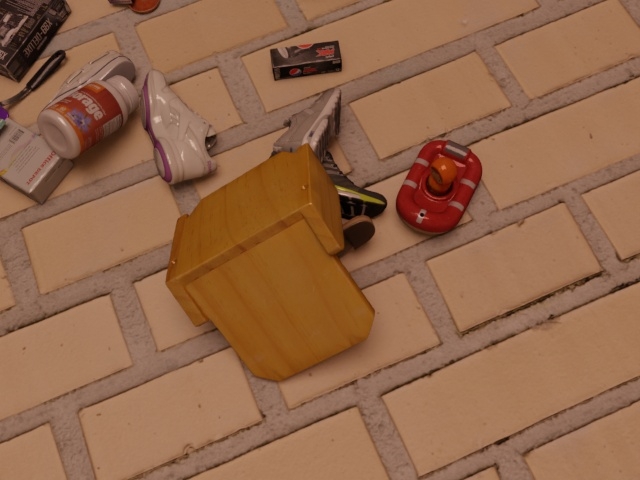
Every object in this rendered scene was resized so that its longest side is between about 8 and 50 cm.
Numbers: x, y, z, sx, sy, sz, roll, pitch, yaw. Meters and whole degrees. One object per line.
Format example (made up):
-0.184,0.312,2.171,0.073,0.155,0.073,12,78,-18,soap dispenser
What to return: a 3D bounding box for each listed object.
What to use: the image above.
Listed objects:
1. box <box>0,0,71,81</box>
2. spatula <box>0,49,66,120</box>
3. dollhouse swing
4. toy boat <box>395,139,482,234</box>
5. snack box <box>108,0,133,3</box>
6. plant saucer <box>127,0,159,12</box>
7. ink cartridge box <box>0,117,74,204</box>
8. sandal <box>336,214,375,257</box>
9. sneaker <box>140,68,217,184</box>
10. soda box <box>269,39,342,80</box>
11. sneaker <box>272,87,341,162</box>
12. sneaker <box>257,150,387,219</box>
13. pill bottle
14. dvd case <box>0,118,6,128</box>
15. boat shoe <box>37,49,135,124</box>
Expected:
-0.824,-0.560,1.849,0.308,0.076,0.242,24,72,11,box
-0.727,-0.359,1.793,0.084,0.030,0.296,37,75,17,spatula
-0.082,0.053,1.534,0.347,0.305,0.315,-29,33,18,dollhouse swing
0.259,-0.128,1.606,0.151,0.151,0.231,25,72,11,toy boat
-0.495,-0.683,1.904,0.064,0.022,0.178,3,65,11,snack box
-0.451,-0.615,1.890,0.084,0.013,0.083,0,69,1,plant saucer
-0.681,-0.181,1.701,0.175,0.072,0.127,30,73,12,ink cartridge box
0.003,0.005,1.613,0.240,0.088,0.079,-27,35,7,sandal
-0.330,-0.266,1.720,0.152,0.114,0.305,-11,68,-23,sneaker
-0.035,-0.435,1.786,0.169,0.053,0.060,-8,69,-2,soda box
-0.023,-0.269,1.644,0.115,0.105,0.281,10,34,11,sneaker
0.013,-0.143,1.647,0.300,0.111,0.121,23,68,8,sneaker
-0.517,-0.286,1.672,0.121,0.121,0.216,33,51,13,pill bottle
-0.775,-0.247,1.704,0.119,0.013,0.087,14,65,49,dvd case
-0.568,-0.358,1.756,0.267,0.096,0.088,-45,63,-11,boat shoe
